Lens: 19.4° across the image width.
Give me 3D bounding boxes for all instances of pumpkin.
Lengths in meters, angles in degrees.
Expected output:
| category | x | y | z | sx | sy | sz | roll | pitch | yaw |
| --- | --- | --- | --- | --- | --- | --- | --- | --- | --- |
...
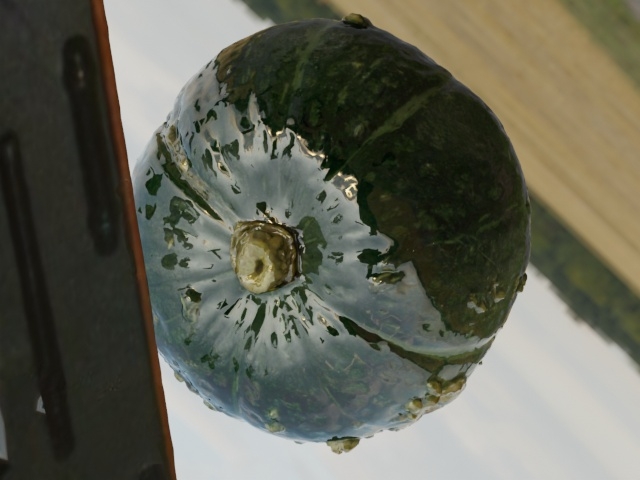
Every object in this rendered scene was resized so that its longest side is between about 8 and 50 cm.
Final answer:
| category | x | y | z | sx | sy | sz | roll | pitch | yaw |
| --- | --- | --- | --- | --- | --- | --- | --- | --- | --- |
| pumpkin | 0.001 | -0.001 | 0.829 | 0.190 | 0.190 | 0.146 | 43 | -139 | 1 |

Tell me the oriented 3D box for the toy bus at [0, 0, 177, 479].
| category | x | y | z | sx | sy | sz | roll | pitch | yaw |
| --- | --- | --- | --- | --- | --- | --- | --- | --- | --- |
| toy bus | -0.109 | 0.038 | 0.343 | 0.153 | 0.329 | 0.143 | 11 | -151 | 37 |
